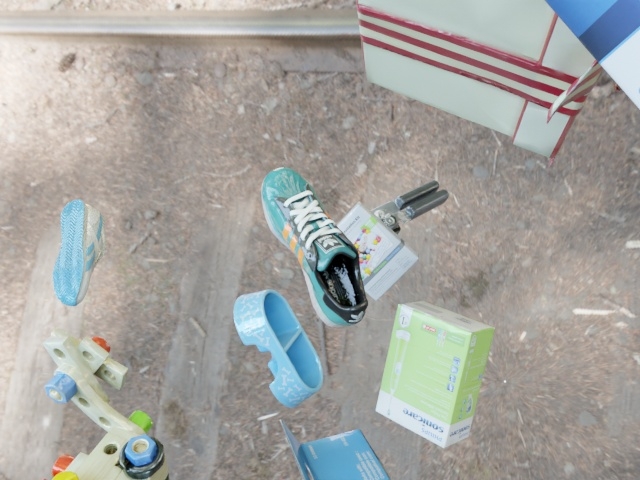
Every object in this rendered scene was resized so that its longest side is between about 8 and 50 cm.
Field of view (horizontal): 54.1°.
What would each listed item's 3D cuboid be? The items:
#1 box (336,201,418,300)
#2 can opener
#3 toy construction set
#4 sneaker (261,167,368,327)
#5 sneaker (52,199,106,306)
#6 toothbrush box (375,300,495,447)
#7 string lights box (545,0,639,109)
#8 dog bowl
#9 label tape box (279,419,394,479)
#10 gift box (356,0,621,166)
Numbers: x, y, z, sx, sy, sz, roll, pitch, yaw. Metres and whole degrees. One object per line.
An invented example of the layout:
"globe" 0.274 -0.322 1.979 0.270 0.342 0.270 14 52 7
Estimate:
"box" 0.108 0.025 1.434 0.186 0.038 0.145 42 107 -6
"can opener" 0.217 -0.071 1.633 0.283 0.095 0.076 -25 63 -37
"toy construction set" -0.294 0.261 0.673 0.214 0.151 0.328 15 53 16
"sneaker" 0.000 0.000 1.058 0.108 0.121 0.302 -26 84 -22
"sneaker" -0.508 0.031 1.350 0.087 0.092 0.229 -7 70 22
"toothbrush box" 0.270 0.311 1.502 0.206 0.122 0.284 18 101 41
"string lights box" 0.158 -0.206 0.371 0.260 0.133 0.077 54 136 8
"dog bowl" -0.091 0.247 1.481 0.074 0.166 0.297 -26 97 22
"label tape box" 0.086 0.428 0.981 0.105 0.334 0.240 -33 26 -5
"gift box" 0.189 -0.230 0.596 0.258 0.255 0.277 24 81 15
